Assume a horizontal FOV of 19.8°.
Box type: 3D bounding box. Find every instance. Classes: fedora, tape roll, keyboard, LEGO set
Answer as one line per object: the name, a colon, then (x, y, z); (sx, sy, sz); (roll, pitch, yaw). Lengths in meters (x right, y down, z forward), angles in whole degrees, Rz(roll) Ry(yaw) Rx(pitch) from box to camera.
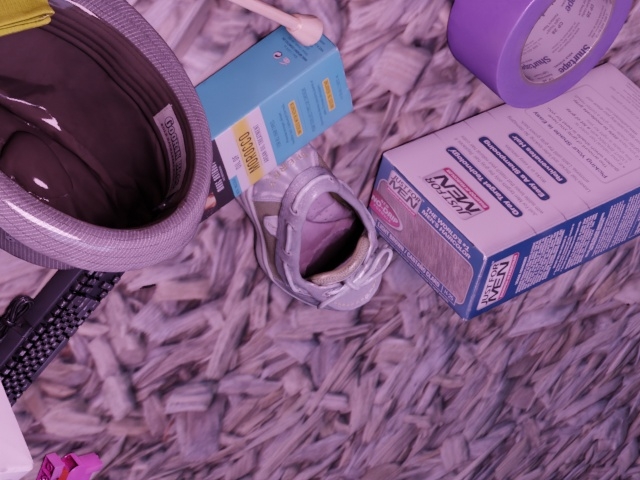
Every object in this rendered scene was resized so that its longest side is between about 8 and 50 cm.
fedora: (-0.216, -0.082, 1.391); (0.124, 0.275, 0.244); (-35, -158, 45)
tape roll: (0.224, -0.232, 1.855); (0.189, 0.080, 0.189); (-31, 148, -22)
keyboard: (-0.264, 0.086, 1.706); (0.180, 0.023, 0.108); (-50, 150, 7)
LEGO set: (-0.260, 0.324, 1.941); (0.093, 0.087, 0.227); (-12, 138, -42)

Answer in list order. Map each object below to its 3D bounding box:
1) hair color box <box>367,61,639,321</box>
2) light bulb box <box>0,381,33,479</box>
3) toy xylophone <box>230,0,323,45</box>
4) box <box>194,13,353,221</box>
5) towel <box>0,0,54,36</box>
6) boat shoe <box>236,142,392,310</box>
hair color box: (0.238, -0.060, 1.990); (0.347, 0.174, 0.105); (-23, 145, -33)
light bulb box: (-0.462, 0.149, 1.233); (0.361, 0.225, 0.358); (-37, 157, 30)
toy xylophone: (0.009, -0.282, 1.519); (0.236, 0.081, 0.322); (-36, 155, 14)
box: (-0.087, -0.094, 1.662); (0.244, 0.060, 0.100); (-38, 149, -13)
towel: (-0.303, -0.174, 1.268); (0.237, 0.102, 0.021); (-19, 174, -37)
boat shoe: (0.002, -0.002, 1.841); (0.118, 0.103, 0.320); (-39, 149, -9)
